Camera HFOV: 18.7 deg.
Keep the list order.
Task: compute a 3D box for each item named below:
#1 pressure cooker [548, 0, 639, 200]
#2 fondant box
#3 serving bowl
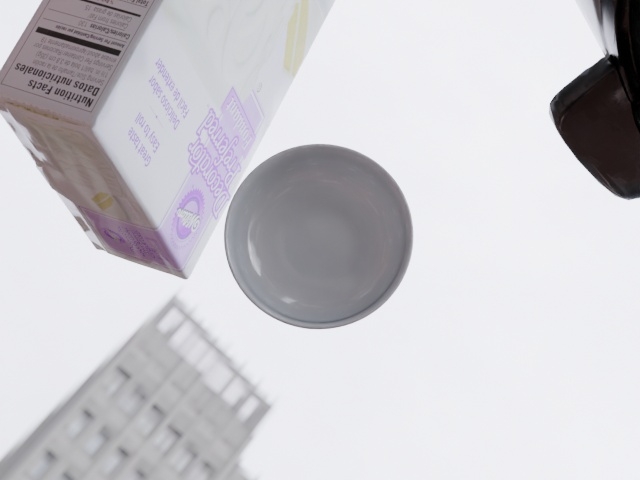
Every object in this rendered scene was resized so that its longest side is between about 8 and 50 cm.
[{"bbox_3d":[0.304,-0.209,1.036,0.376,0.420,0.369,0,-49,-16],"label":"pressure cooker"},{"bbox_3d":[-0.097,-0.170,1.470,0.096,0.330,0.238,19,-21,23],"label":"fondant box"},{"bbox_3d":[0.000,0.000,0.864,0.083,0.083,0.027,31,-7,8],"label":"serving bowl"}]
